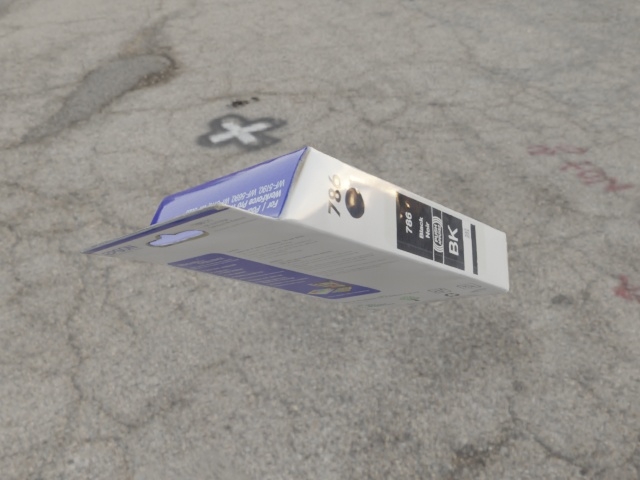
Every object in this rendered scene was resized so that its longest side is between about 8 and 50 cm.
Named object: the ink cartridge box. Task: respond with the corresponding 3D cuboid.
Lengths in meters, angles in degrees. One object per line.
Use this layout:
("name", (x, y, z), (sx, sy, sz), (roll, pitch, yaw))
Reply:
("ink cartridge box", (0.000, 0.000, 0.524), (0.166, 0.065, 0.333), (-12, -19, 40))
